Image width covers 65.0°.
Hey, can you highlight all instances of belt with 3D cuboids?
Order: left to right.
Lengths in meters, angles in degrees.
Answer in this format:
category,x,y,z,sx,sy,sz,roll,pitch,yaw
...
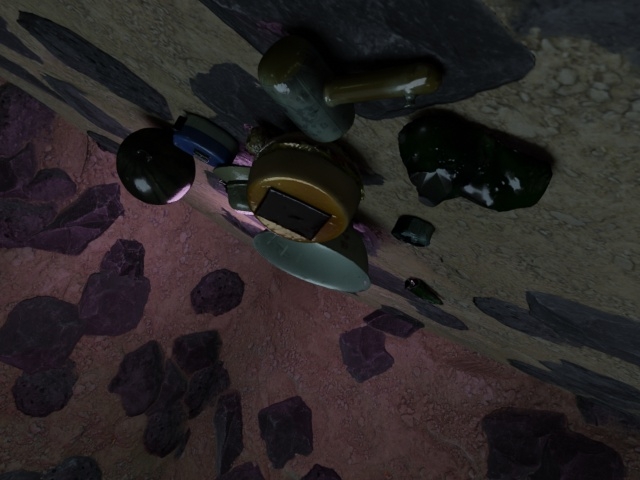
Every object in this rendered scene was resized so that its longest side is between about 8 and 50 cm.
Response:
category,x,y,z,sx,sy,sz,roll,pitch,yaw
belt,0.261,-0.021,1.419,0.105,0.058,0.140,28,170,-15

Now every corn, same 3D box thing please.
category,x,y,z,sx,sy,sz,roll,pitch,yaw
corn,-0.083,-0.214,1.332,0.253,0.086,0.086,30,170,-24

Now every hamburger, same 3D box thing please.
category,x,y,z,sx,sy,sz,roll,pitch,yaw
hamburger,-0.035,-0.129,1.223,0.299,0.176,0.300,10,145,7

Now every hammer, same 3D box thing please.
category,x,y,z,sx,sy,sz,roll,pitch,yaw
hammer,0.055,-0.245,0.810,0.305,0.113,0.202,9,163,38

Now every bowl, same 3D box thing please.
category,x,y,z,sx,sy,sz,roll,pitch,yaw
bowl,0.000,0.000,1.743,0.434,0.196,0.435,19,160,7

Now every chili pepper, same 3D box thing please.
category,x,y,z,sx,sy,sz,roll,pitch,yaw
chili pepper,0.456,0.230,2.142,0.226,0.059,0.088,32,165,-31
chili pepper,0.244,-0.116,0.844,0.264,0.116,0.148,26,167,8

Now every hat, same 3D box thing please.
category,x,y,z,sx,sy,sz,roll,pitch,yaw
hat,-0.227,-0.151,1.626,0.256,0.130,0.257,5,174,1

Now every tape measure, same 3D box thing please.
category,x,y,z,sx,sy,sz,roll,pitch,yaw
tape measure,-0.306,-0.272,1.609,0.351,0.098,0.215,28,171,-13

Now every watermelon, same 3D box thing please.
category,x,y,z,sx,sy,sz,roll,pitch,yaw
watermelon,-0.613,-0.277,1.875,0.278,0.279,0.359,27,171,6
